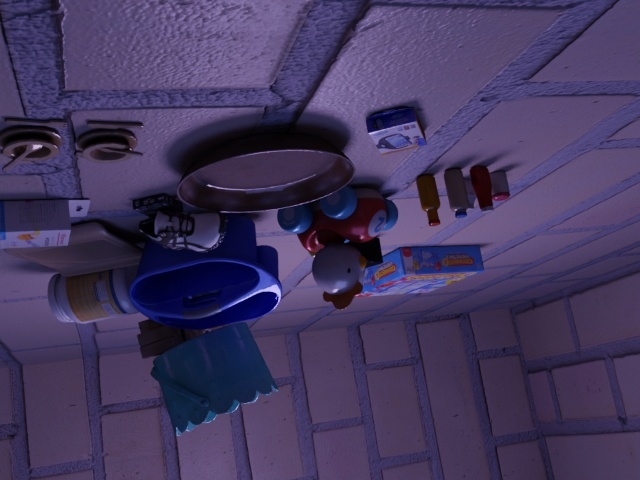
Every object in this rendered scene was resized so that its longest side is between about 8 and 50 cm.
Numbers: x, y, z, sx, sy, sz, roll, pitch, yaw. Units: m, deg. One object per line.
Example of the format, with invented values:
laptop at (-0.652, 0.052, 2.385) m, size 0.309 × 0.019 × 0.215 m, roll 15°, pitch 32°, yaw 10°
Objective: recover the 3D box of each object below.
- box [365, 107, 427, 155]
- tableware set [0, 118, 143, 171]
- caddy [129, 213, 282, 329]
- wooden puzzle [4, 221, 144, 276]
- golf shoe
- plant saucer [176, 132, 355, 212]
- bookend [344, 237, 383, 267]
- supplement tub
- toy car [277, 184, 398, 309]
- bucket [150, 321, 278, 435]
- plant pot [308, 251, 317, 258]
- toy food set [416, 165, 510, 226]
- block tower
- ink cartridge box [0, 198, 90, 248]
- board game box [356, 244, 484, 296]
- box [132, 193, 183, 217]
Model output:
box at (0.125, -0.179, 1.197) m, size 0.081 × 0.028 × 0.136 m, roll -12°, pitch 168°, yaw 14°
tableware set at (-0.363, -0.130, 1.059) m, size 0.194 × 0.039 × 0.128 m, roll -2°, pitch 165°, yaw -27°
caddy at (-0.245, 0.089, 1.577) m, size 0.341 × 0.179 × 0.241 m, roll -14°, pitch 139°, yaw 20°
wooden puzzle at (-0.519, 0.016, 1.565) m, size 0.221 × 0.044 × 0.239 m, roll -10°, pitch 162°, yaw 8°
golf shoe at (-0.264, -0.020, 1.380) m, size 0.198 × 0.077 × 0.094 m, roll -9°, pitch 160°, yaw 38°
plant saucer at (-0.096, -0.117, 1.264) m, size 0.310 × 0.050 × 0.310 m, roll -9°, pitch 167°, yaw -2°
bookend at (0.057, 0.038, 1.943) m, size 0.157 × 0.072 × 0.156 m, roll -19°, pitch 162°, yaw 38°
supplement tub at (-0.531, 0.119, 1.742) m, size 0.199 × 0.144 × 0.144 m, roll -12°, pitch 166°, yaw 11°
toy car at (0.053, 0.024, 1.534) m, size 0.210 × 0.238 × 0.219 m, roll -17°, pitch 164°, yaw 31°
bucket at (-0.252, 0.322, 1.711) m, size 0.281 × 0.183 × 0.281 m, roll -23°, pitch 169°, yaw -5°
plant pot at (0.000, 0.000, 1.726) m, size 0.081 × 0.083 × 0.081 m, roll -11°, pitch 165°, yaw 7°
toy food set at (0.318, -0.087, 1.529) m, size 0.232 × 0.105 × 0.111 m, roll 3°, pitch 162°, yaw -39°
block tower at (-0.333, 0.228, 1.849) m, size 0.097 × 0.091 × 0.335 m, roll -18°, pitch 173°, yaw 16°
ink cartridge box at (-0.514, -0.029, 1.324) m, size 0.181 × 0.062 × 0.104 m, roll -4°, pitch 166°, yaw -23°
board game box at (0.304, 0.100, 2.319) m, size 0.308 × 0.086 × 0.302 m, roll -2°, pitch 165°, yaw -28°
box at (-0.312, -0.065, 1.399) m, size 0.067 × 0.018 × 0.083 m, roll -12°, pitch 166°, yaw 13°
